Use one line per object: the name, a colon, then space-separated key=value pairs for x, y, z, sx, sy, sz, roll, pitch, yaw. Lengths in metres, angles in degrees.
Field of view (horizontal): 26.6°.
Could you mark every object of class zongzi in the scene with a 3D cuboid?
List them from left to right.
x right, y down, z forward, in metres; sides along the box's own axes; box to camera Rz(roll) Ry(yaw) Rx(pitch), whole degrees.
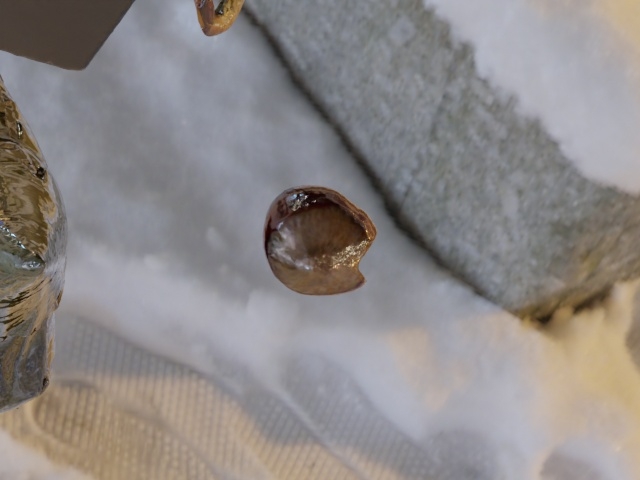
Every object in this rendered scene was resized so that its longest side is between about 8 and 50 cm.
zongzi: x=-0.257 y=0.055 z=1.079 sx=0.160 sy=0.323 sz=0.360 roll=-20 pitch=35 yaw=-22

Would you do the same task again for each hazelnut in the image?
hazelnut: x=0.000 y=0.000 z=0.939 sx=0.086 sy=0.086 sz=0.086 roll=6 pitch=57 yaw=-9

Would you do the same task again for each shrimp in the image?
shrimp: x=-0.080 y=-0.231 z=1.122 sx=0.025 sy=0.127 sz=0.091 roll=14 pitch=23 yaw=18

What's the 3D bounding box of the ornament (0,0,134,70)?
ornament: x=-0.134 y=-0.199 z=0.548 sx=0.153 sy=0.166 sz=0.196 roll=17 pitch=56 yaw=-26
